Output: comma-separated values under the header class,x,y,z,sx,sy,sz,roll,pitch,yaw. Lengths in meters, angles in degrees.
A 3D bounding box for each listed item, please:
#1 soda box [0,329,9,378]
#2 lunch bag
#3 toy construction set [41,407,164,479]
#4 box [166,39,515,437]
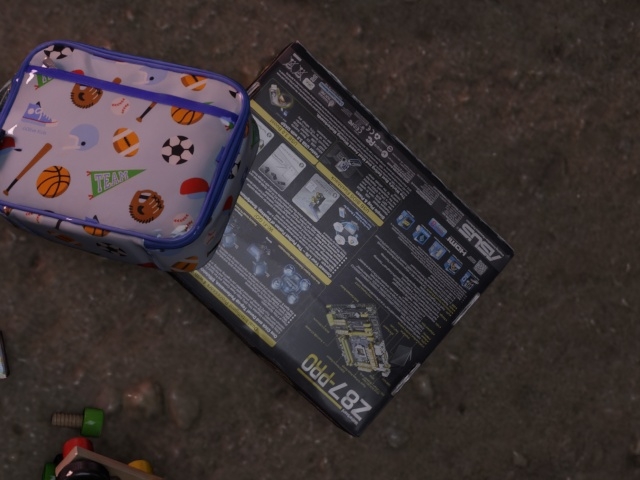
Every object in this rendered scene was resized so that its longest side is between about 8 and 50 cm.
class,x,y,z,sx,sy,sz,roll,pitch,yaw
soda box,-0.460,0.150,1.253,0.183,0.063,0.058,-10,89,-13
lunch bag,-0.233,-0.106,1.231,0.303,0.115,0.243,16,72,12
toy construction set,-0.191,0.358,1.207,0.237,0.309,0.257,9,95,-18
box,0.000,0.000,1.352,0.395,0.097,0.318,42,79,-8
